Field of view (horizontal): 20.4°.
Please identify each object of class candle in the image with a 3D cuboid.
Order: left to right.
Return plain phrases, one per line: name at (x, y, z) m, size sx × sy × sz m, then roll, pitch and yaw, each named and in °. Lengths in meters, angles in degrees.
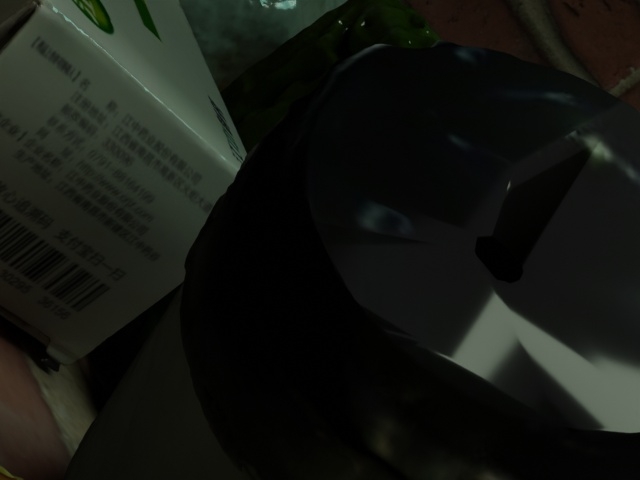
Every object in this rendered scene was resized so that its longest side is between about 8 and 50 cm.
candle at (0.017, 0.095, 0.736) m, size 0.221 × 0.342 × 0.221 m, roll 16°, pitch 47°, yaw -17°

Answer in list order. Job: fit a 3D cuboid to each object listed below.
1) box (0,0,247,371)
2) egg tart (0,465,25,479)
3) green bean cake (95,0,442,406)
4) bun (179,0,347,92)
box at (-0.167, -0.109, 0.939) m, size 0.173 × 0.145 × 0.333 m, roll 41°, pitch 16°, yaw -39°
egg tart at (-0.093, 0.174, 0.434) m, size 0.295 × 0.116 × 0.295 m, roll 51°, pitch 13°, yaw -16°
green bean cake at (0.000, 0.000, 1.001) m, size 0.156 × 0.247 × 0.250 m, roll 46°, pitch 13°, yaw -30°
bun at (-0.100, -0.227, 1.401) m, size 0.362 × 0.211 × 0.362 m, roll 48°, pitch 12°, yaw -14°
